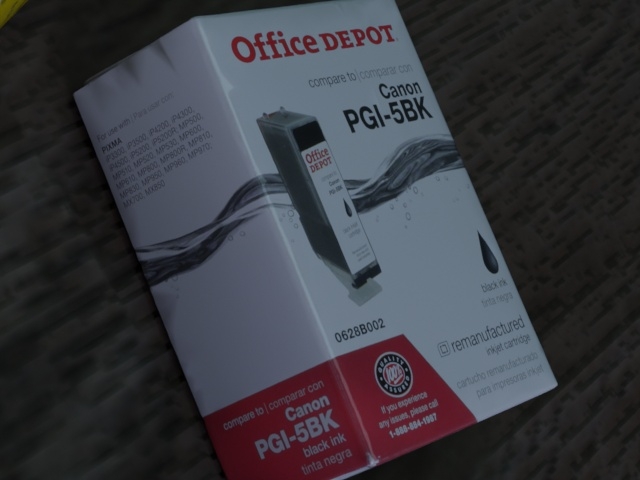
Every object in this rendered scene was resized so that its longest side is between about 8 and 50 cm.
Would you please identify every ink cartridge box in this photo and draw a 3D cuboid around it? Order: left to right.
[{"bbox_3d":[0.000,0.000,0.588,0.099,0.056,0.135,-16,81,-51],"label":"ink cartridge box"}]

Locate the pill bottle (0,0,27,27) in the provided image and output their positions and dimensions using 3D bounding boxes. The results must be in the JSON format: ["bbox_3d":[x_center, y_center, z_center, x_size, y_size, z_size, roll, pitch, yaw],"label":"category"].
[{"bbox_3d":[-0.104,-0.110,0.486,0.117,0.117,0.208,51,40,-15],"label":"pill bottle"}]
